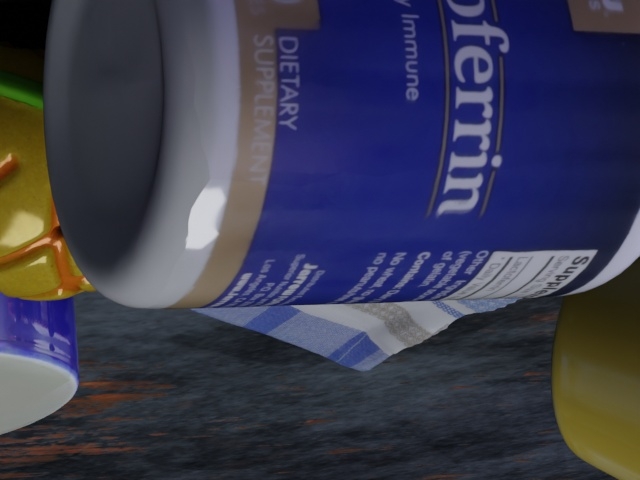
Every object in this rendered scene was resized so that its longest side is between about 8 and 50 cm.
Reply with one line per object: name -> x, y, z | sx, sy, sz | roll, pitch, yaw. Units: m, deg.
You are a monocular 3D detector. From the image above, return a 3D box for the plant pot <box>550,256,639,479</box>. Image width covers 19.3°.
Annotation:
plant pot -> 0.276, 0.080, 1.108 | 0.239, 0.254, 0.254 | 13, 178, 34

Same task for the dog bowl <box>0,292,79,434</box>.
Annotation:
dog bowl -> -0.256, 0.040, 0.952 | 0.265, 0.104, 0.265 | -8, 164, -2

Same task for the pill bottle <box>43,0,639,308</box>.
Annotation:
pill bottle -> 0.043, -0.053, 0.707 | 0.265, 0.153, 0.153 | -1, 162, -27

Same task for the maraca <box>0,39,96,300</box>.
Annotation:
maraca -> -0.145, -0.036, 0.776 | 0.186, 0.099, 0.127 | 25, 143, -18

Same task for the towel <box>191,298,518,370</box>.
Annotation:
towel -> 0.000, 0.000, 0.953 | 0.209, 0.034, 0.285 | 21, 156, -21
